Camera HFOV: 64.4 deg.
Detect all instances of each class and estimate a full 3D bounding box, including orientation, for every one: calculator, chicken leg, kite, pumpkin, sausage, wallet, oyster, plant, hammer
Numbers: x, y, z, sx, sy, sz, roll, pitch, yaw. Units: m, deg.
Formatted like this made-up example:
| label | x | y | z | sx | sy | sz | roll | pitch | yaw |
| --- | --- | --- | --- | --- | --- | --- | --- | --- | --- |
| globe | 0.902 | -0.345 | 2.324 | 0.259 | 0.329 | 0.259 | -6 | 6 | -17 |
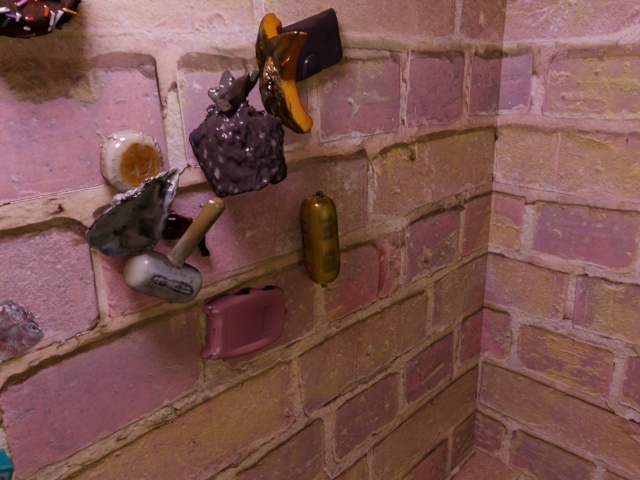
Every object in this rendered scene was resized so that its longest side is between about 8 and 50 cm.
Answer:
| label | x | y | z | sx | sy | sz | roll | pitch | yaw |
| --- | --- | --- | --- | --- | --- | --- | --- | --- | --- |
| calculator | -0.221 | 0.252 | 1.587 | 0.330 | 0.048 | 0.220 | -10 | 107 | -47 |
| chicken leg | -0.357 | -0.023 | 1.361 | 0.205 | 0.053 | 0.093 | 32 | 101 | -39 |
| kite | -0.718 | 0.232 | 1.085 | 0.229 | 0.016 | 0.127 | -44 | 126 | -33 |
| pumpkin | -0.106 | -0.440 | 1.329 | 0.095 | 0.290 | 0.258 | -10 | 121 | -19 |
| sausage | 0.000 | 0.000 | 1.685 | 0.123 | 0.123 | 0.347 | -23 | 118 | -40 |
| wallet | -0.047 | -0.575 | 1.527 | 0.309 | 0.042 | 0.165 | -37 | 124 | -33 |
| oyster | -0.435 | -0.057 | 1.169 | 0.199 | 0.087 | 0.252 | 8 | 122 | -10 |
| plant | -0.217 | -0.278 | 1.310 | 0.213 | 0.215 | 0.312 | -30 | 112 | -42 |
| hammer | -0.345 | 0.015 | 1.294 | 0.305 | 0.113 | 0.202 | -55 | 139 | 5 |

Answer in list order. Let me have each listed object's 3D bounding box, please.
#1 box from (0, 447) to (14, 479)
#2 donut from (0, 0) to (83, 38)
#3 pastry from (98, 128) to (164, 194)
| label | x | y | z | sx | sy | sz | roll | pitch | yaw |
| --- | --- | --- | --- | --- | --- | --- | --- | --- | --- |
| box | -0.770 | 0.582 | 1.077 | 0.153 | 0.092 | 0.245 | 16 | 89 | -47 |
| donut | -0.565 | -0.510 | 0.942 | 0.270 | 0.103 | 0.269 | -28 | 128 | -44 |
| pastry | -0.441 | -0.182 | 1.198 | 0.166 | 0.088 | 0.165 | -22 | 121 | -42 |
